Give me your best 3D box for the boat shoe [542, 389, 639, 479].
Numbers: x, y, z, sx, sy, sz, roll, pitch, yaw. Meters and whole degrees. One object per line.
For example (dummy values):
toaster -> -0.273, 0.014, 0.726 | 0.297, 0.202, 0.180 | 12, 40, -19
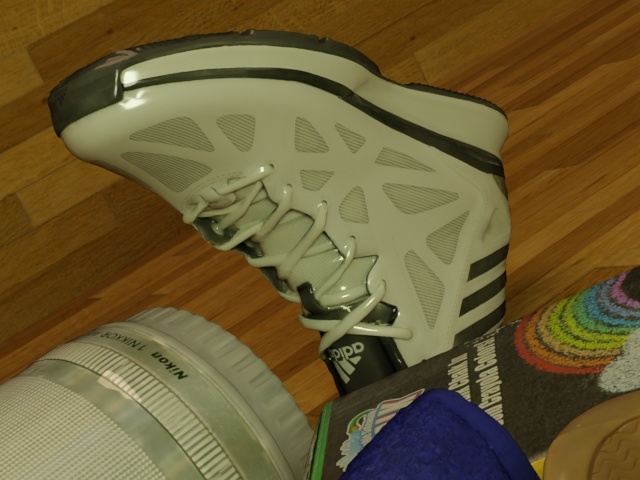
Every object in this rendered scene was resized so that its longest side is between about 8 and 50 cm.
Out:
boat shoe -> 0.145, 0.191, 0.427 | 0.123, 0.123, 0.342 | -13, 42, -13

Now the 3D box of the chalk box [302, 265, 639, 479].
chalk box -> 0.102, 0.144, 0.726 | 0.289, 0.179, 0.180 | -26, 11, 12

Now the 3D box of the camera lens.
camera lens -> -0.151, 0.190, 0.992 | 0.274, 0.219, 0.219 | -34, 13, -35

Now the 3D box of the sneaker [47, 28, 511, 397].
sneaker -> 0.001, 0.000, 1.282 | 0.447, 0.257, 0.169 | 8, -21, -42

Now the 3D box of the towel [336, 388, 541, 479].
towel -> 0.032, 0.208, 0.501 | 0.076, 0.227, 0.308 | -44, -1, 39
